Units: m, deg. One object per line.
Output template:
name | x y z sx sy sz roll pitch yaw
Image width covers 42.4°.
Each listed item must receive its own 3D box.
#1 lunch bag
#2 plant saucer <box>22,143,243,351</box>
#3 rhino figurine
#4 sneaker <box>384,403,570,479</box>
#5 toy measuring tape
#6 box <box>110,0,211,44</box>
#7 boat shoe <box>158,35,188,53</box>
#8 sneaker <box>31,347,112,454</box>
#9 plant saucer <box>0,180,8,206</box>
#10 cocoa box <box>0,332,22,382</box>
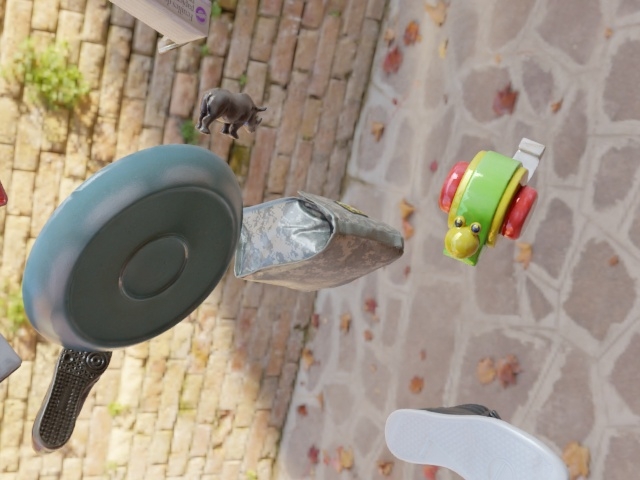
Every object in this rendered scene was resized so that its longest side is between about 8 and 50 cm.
lunch bag | 0.000 0.000 1.685 0.287 0.235 0.169 -13 72 38
plant saucer | -0.218 0.025 1.045 0.044 0.318 0.317 41 124 32
rhino figurine | -0.199 -0.291 1.904 0.073 0.243 0.106 24 103 27
sneaker | 0.243 0.284 1.152 0.296 0.147 0.104 3 91 49
toy measuring tape | 0.238 -0.084 1.060 0.121 0.330 0.121 18 130 23
box | -0.286 -0.384 1.194 0.067 0.324 0.063 -5 74 33
boat shoe | -0.279 -0.418 1.619 0.059 0.063 0.170 67 -153 -26
sneaker | -0.344 0.199 1.117 0.071 0.066 0.188 -38 26 48
plant saucer | -0.668 -0.136 1.310 0.048 0.258 0.259 -15 99 45
cocoa box | -0.632 0.194 1.100 0.347 0.231 0.228 -31 99 29
